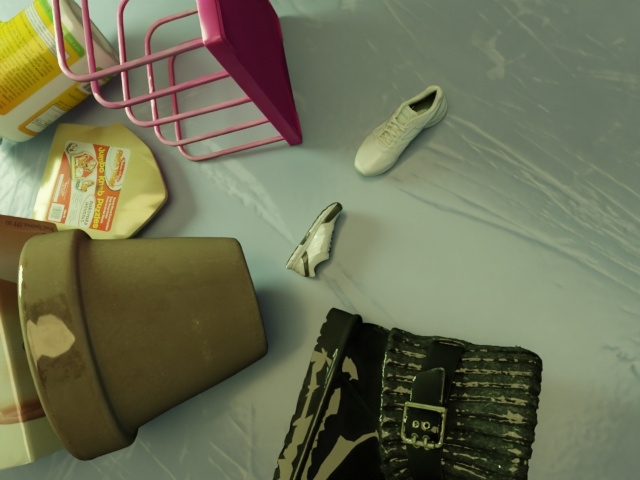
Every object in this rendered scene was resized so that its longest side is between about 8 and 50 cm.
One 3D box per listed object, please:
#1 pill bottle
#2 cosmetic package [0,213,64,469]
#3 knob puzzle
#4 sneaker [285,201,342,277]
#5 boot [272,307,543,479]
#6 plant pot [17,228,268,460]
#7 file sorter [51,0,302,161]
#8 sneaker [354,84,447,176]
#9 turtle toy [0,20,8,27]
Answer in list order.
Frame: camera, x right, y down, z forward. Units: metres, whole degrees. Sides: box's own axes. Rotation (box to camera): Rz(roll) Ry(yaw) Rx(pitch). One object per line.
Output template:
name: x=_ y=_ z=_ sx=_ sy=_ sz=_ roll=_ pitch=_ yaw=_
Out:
pill bottle: x=-0.420 y=-0.227 z=0.841 sx=0.245 sy=0.136 sz=0.136 roll=-36 pitch=75 yaw=2
cosmetic package: x=-0.398 y=0.127 z=0.750 sx=0.129 sy=0.153 sz=0.296 roll=-17 pitch=84 yaw=9
knob puzzle: x=-0.303 y=-0.072 z=0.845 sx=0.213 sy=0.030 sz=0.213 roll=-2 pitch=78 yaw=11
sneaker: x=0.000 y=0.000 z=0.775 sx=0.043 sy=0.040 sz=0.109 roll=33 pitch=91 yaw=-2
boot: x=0.089 y=0.259 z=0.657 sx=0.260 sy=0.131 sz=0.348 roll=15 pitch=82 yaw=13
plant pot: x=-0.189 y=0.092 z=0.698 sx=0.229 sy=0.263 sz=0.263 roll=-15 pitch=77 yaw=-10
file sorter: x=-0.160 y=-0.234 z=0.717 sx=0.182 sy=0.290 sz=0.202 roll=-13 pitch=77 yaw=11
sneaker: x=0.100 y=-0.146 z=0.767 sx=0.152 sy=0.061 sz=0.054 roll=-44 pitch=77 yaw=2
turtle toy: x=-0.516 y=-0.284 z=0.906 sx=0.095 sy=0.066 sz=0.130 roll=14 pitch=84 yaw=-11
